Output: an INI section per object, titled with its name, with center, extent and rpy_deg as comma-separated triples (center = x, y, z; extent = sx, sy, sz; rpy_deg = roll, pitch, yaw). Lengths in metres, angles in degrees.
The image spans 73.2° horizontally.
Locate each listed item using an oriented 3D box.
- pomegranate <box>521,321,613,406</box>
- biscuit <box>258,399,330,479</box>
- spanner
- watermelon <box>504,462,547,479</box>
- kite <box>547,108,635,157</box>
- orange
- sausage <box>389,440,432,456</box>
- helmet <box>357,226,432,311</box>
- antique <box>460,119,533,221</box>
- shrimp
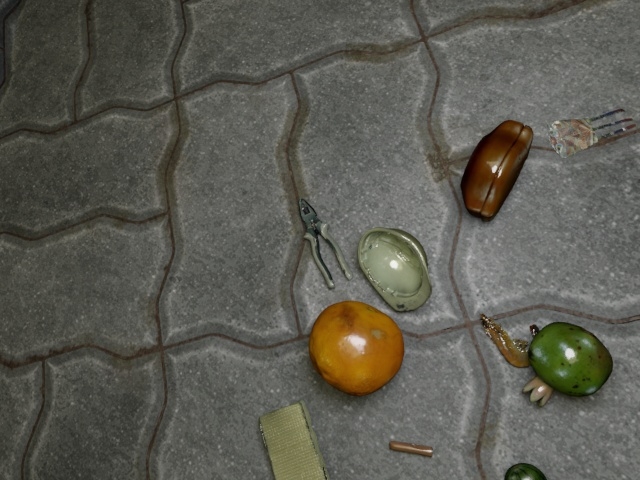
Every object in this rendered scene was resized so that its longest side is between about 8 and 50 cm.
[pomegranate]
center = 0.592, 0.312, 1.063
extent = 0.187, 0.187, 0.225
rpy_deg = 39, 113, 23
[biscuit]
center = -0.072, 0.602, 1.228
extent = 0.150, 0.052, 0.252
rpy_deg = -27, 67, 11
[spanner]
center = 0.000, 0.000, 1.395
extent = 0.096, 0.040, 0.324
rpy_deg = -28, 69, 6
[watermelon]
center = 0.500, 0.594, 1.035
extent = 0.109, 0.109, 0.108
rpy_deg = -5, 73, 15
[kite]
center = 0.796, -0.331, 1.273
extent = 0.230, 0.016, 0.127
rpy_deg = -19, 73, 11
[orange]
center = 0.095, 0.285, 1.163
extent = 0.261, 0.261, 0.261
rpy_deg = -5, 73, 15
[sausage]
center = 0.243, 0.561, 1.161
extent = 0.116, 0.026, 0.026
rpy_deg = 1, 74, 17
[helmet]
center = 0.240, 0.063, 1.256
extent = 0.204, 0.137, 0.257
rpy_deg = -38, 82, 42
[antique]
center = 0.487, -0.197, 1.211
extent = 0.129, 0.223, 0.278
rpy_deg = 27, 98, 23
[shrimp]
center = 0.524, 0.251, 1.168
extent = 0.124, 0.034, 0.178
rpy_deg = -34, 69, 1
